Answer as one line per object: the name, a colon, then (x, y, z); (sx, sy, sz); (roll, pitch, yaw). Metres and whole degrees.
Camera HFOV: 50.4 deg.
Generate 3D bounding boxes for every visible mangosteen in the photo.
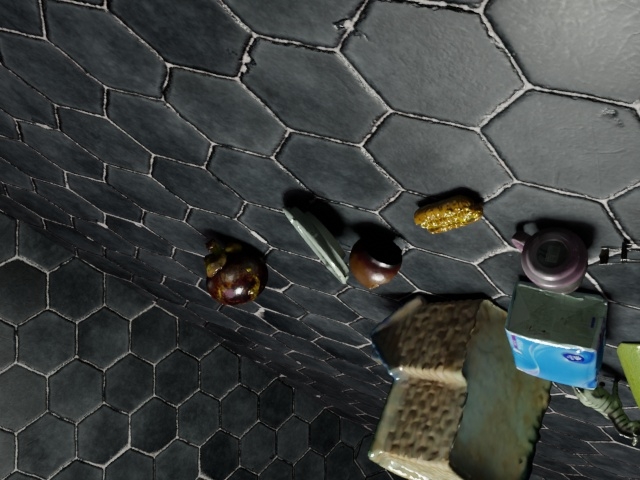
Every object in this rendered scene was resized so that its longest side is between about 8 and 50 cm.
mangosteen: (-0.260, 0.084, 2.004); (0.192, 0.192, 0.217); (-13, 107, 56)

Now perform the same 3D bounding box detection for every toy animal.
toy animal: (0.729, 0.414, 1.752); (0.217, 0.176, 0.073); (26, 128, -10)

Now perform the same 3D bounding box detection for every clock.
clock: (0.000, 0.000, 1.603); (0.236, 0.053, 0.236); (52, 178, 3)

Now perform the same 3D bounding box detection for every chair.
chair: (0.542, 0.024, 1.226); (0.086, 0.037, 0.042); (0, 161, 37)

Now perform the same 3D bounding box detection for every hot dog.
hot dog: (0.250, -0.051, 1.328); (0.071, 0.045, 0.165); (34, 157, -20)

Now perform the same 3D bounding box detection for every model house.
model house: (0.331, 0.418, 1.811); (0.400, 0.445, 0.395); (-5, 147, 47)

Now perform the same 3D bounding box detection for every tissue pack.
tissue pack: (0.534, 0.218, 1.537); (0.198, 0.146, 0.263); (11, 155, 26)

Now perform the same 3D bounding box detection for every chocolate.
chocolate: (0.126, 0.056, 1.583); (0.127, 0.124, 0.133); (46, 139, 22)

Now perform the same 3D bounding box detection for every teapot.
teapot: (0.434, 0.047, 1.291); (0.148, 0.116, 0.146); (5, 163, 30)

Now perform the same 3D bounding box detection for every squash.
squash: (0.842, 0.322, 1.646); (0.189, 0.189, 0.260); (-11, 105, 54)
